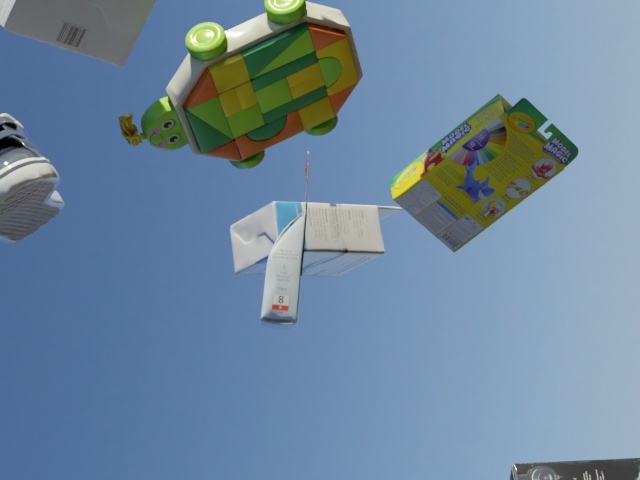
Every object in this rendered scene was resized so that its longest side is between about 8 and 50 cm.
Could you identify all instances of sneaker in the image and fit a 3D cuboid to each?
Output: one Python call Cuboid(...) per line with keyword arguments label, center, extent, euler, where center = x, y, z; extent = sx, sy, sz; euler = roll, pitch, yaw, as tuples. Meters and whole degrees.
Cuboid(label="sneaker", center=(-0.377, -0.075, 2.079), extent=(0.127, 0.126, 0.321), euler=(56, 172, 1))

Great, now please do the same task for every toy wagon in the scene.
Cuboid(label="toy wagon", center=(-0.111, -0.202, 2.508), extent=(0.068, 0.344, 0.267), euler=(60, 173, 36))

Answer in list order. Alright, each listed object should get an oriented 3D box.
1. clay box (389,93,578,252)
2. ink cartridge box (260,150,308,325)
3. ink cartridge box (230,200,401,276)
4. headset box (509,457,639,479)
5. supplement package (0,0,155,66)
Cuboid(label="clay box", center=(0.215, -0.095, 2.354), extent=(0.127, 0.222, 0.053), euler=(40, -157, -29))
Cuboid(label="ink cartridge box", center=(-0.037, 0.002, 1.903), extent=(0.145, 0.045, 0.179), euler=(102, 170, -85))
Cuboid(label="ink cartridge box", center=(0.000, 0.000, 2.077), extent=(0.180, 0.104, 0.060), euler=(2, -108, -33))
Cuboid(label="headset box", center=(0.334, 0.366, 2.053), extent=(0.246, 0.283, 0.131), euler=(92, 175, -49))
Cuboid(label="supplement package", center=(-0.349, -0.357, 2.390), extent=(0.194, 0.203, 0.149), euler=(16, -70, -40))
